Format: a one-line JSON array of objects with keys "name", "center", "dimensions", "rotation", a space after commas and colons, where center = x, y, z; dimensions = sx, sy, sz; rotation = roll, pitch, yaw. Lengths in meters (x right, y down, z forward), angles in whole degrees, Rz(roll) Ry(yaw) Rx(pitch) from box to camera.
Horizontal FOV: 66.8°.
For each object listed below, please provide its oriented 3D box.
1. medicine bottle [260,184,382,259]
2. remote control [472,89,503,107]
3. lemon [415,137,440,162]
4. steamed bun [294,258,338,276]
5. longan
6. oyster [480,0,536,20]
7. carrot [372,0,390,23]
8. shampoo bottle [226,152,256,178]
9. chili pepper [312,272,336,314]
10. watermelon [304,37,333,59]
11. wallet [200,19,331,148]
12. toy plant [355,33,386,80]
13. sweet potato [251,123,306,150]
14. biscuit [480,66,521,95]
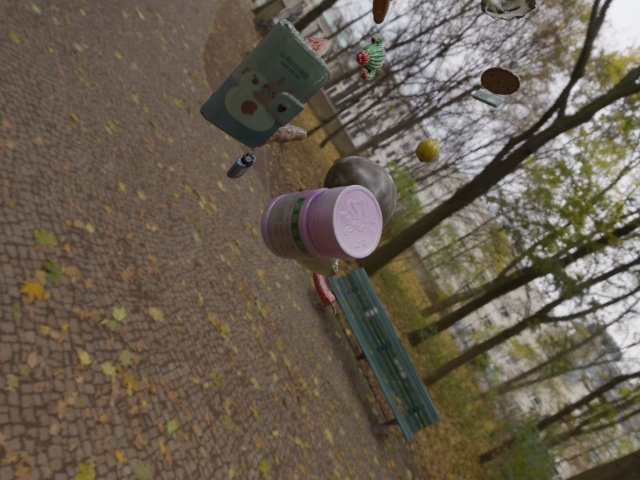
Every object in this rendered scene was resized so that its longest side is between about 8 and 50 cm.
[{"name": "medicine bottle", "center": [-0.005, -0.047, 1.446], "dimensions": [0.212, 0.326, 0.211], "rotation": [1, 89, -44]}, {"name": "remote control", "center": [0.689, -0.585, 2.004], "dimensions": [0.124, 0.053, 0.017], "rotation": [38, -21, 34]}, {"name": "lemon", "center": [0.513, -0.429, 2.309], "dimensions": [0.109, 0.133, 0.109], "rotation": [40, 10, -9]}, {"name": "steamed bun", "center": [0.000, 0.000, 1.889], "dimensions": [0.274, 0.290, 0.272], "rotation": [10, 59, -19]}, {"name": "longan", "center": [0.129, -0.151, 1.625], "dimensions": [0.258, 0.258, 0.258], "rotation": [57, 10, -16]}, {"name": "oyster", "center": [0.709, -0.893, 1.815], "dimensions": [0.083, 0.214, 0.222], "rotation": [31, 58, -44]}, {"name": "carrot", "center": [0.136, -0.540, 1.049], "dimensions": [0.048, 0.048, 0.139], "rotation": [-110, -165, -47]}, {"name": "shampoo bottle", "center": [-0.313, -0.301, 1.946], "dimensions": [0.183, 0.087, 0.050], "rotation": [-26, -92, 61]}, {"name": "chili pepper", "center": [0.012, 0.224, 2.270], "dimensions": [0.071, 0.063, 0.272], "rotation": [-10, 73, -53]}, {"name": "watermelon", "center": [-0.019, -0.640, 1.625], "dimensions": [0.094, 0.135, 0.125], "rotation": [58, 9, -10]}, {"name": "wallet", "center": [-0.152, -0.444, 1.439], "dimensions": [0.252, 0.360, 0.083], "rotation": [31, 27, -45]}, {"name": "toy plant", "center": [0.195, -0.711, 1.916], "dimensions": [0.154, 0.088, 0.240], "rotation": [84, 28, -49]}, {"name": "sweet potato", "center": [-0.175, -0.448, 2.005], "dimensions": [0.355, 0.095, 0.106], "rotation": [-27, 110, -51]}, {"name": "biscuit", "center": [0.851, -0.756, 2.297], "dimensions": [0.188, 0.027, 0.188], "rotation": [24, -13, 6]}]
